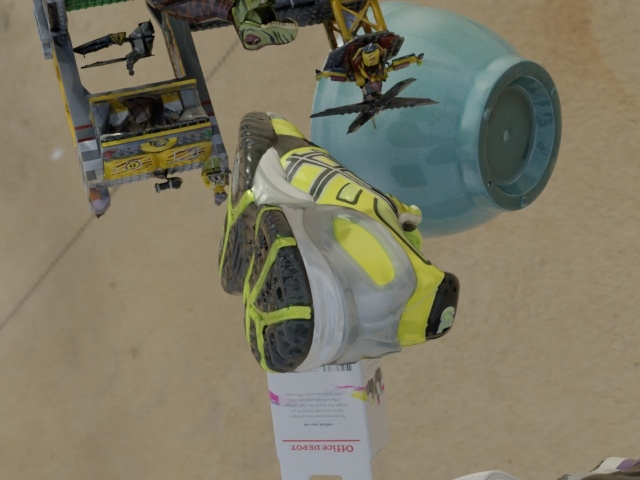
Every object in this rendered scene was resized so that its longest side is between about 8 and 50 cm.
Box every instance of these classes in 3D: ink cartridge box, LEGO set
[{"bbox_3d":[0.008,0.162,1.165,0.104,0.061,0.181,-4,97,23],"label":"ink cartridge box"},{"bbox_3d":[-0.050,-0.138,0.751,0.255,0.331,0.192,128,128,-62],"label":"LEGO set"}]

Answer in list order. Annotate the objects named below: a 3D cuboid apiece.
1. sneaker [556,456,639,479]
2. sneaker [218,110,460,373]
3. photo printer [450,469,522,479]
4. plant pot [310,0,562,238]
[{"bbox_3d":[0.255,0.205,0.848,0.124,0.283,0.107,-15,88,25],"label":"sneaker"},{"bbox_3d":[0.000,0.000,0.967,0.384,0.147,0.145,-113,29,-61],"label":"sneaker"},{"bbox_3d":[0.205,0.397,1.423,0.256,0.307,0.107,-37,39,32],"label":"photo printer"},{"bbox_3d":[0.159,-0.132,1.359,0.196,0.293,0.293,12,99,41],"label":"plant pot"}]
